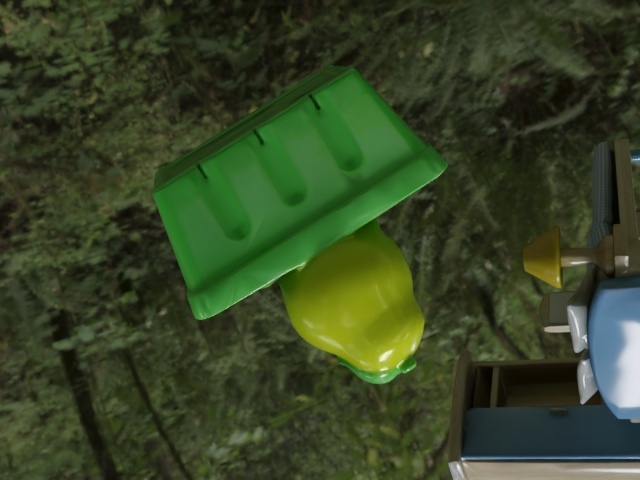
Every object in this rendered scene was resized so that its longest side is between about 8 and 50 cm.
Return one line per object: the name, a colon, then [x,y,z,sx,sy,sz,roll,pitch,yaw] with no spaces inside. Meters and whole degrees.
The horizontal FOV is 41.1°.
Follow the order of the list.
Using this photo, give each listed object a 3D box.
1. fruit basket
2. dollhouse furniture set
fruit basket: [0.000,0.000,1.122,0.392,0.392,0.283,-22,-165,-4]
dollhouse furniture set: [0.202,0.038,0.764,0.198,0.286,0.303,-5,130,20]
